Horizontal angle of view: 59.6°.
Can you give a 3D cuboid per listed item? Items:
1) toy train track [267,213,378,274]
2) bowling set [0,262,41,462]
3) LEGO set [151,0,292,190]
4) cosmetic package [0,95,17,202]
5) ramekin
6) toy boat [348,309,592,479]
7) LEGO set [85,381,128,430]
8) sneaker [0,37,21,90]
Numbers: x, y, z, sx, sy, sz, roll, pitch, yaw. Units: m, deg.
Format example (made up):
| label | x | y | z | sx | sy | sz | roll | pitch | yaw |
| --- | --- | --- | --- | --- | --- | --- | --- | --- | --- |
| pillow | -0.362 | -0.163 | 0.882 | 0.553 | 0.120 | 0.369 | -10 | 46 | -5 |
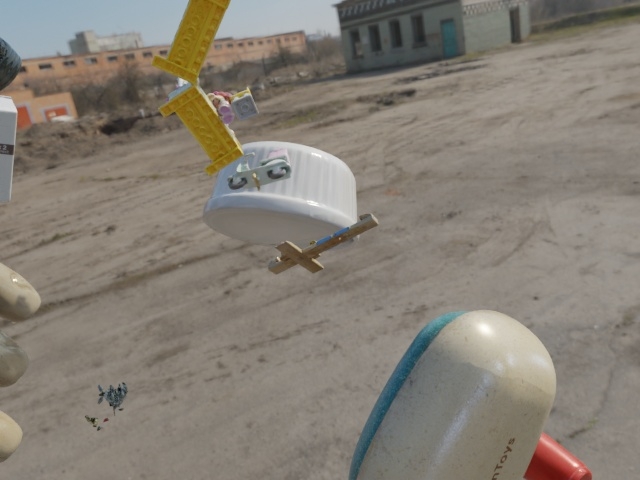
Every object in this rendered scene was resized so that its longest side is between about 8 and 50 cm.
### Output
| label | x | y | z | sx | sy | sz | roll | pitch | yaw |
| --- | --- | --- | --- | --- | --- | --- | --- | --- | --- |
| toy train track | 0.000 | 0.000 | 0.381 | 0.083 | 0.048 | 0.014 | -26 | 54 | 21 |
| bowling set | -0.399 | 0.127 | 0.528 | 0.200 | 0.154 | 0.287 | -40 | 34 | -2 |
| LEGO set | -0.117 | -0.194 | 0.619 | 0.132 | 0.286 | 0.107 | -12 | 32 | -6 |
| cosmetic package | -0.678 | -0.186 | 1.072 | 0.151 | 0.183 | 0.151 | 2 | 22 | -35 |
| ramekin | -0.060 | -0.072 | 0.973 | 0.273 | 0.127 | 0.273 | 7 | -14 | 2 |
| toy boat | 0.148 | 0.204 | 0.570 | 0.318 | 0.267 | 0.148 | 25 | 3 | -41 |
| LEGO set | -0.312 | 0.243 | 0.836 | 0.023 | 0.054 | 0.083 | -23 | 41 | 31 |
| sneaker | -0.443 | -0.216 | 0.574 | 0.228 | 0.130 | 0.087 | 4 | 59 | 13 |
